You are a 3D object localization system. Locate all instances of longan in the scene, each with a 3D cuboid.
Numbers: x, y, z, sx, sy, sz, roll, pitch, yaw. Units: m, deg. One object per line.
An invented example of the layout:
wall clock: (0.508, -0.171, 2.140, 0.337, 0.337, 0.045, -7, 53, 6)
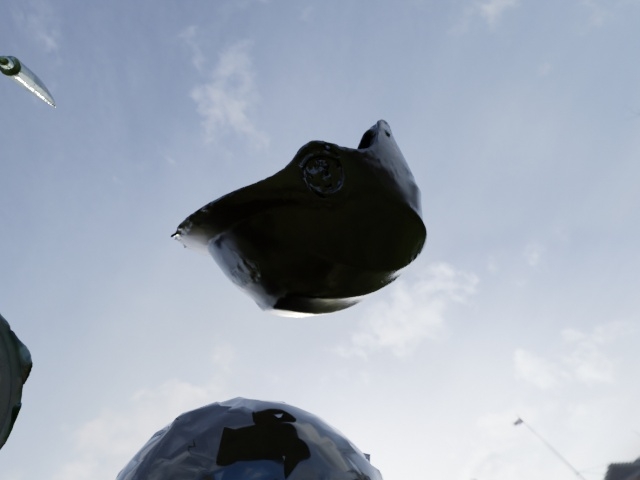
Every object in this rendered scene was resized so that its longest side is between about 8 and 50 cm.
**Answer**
longan: (-0.071, 0.375, 0.664, 0.390, 0.391, 0.392, -17, -52, -23)

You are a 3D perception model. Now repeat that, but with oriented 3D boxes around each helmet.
helmet: (0.000, 0.000, 0.689, 0.305, 0.225, 0.177, -30, -92, -32)

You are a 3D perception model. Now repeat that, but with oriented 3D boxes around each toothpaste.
toothpaste: (-0.469, -0.257, 0.940, 0.031, 0.204, 0.049, -33, -87, -6)

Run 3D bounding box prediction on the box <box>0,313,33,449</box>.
box: (-0.392, 0.098, 0.423, 0.264, 0.336, 0.106, -56, -25, 3)
